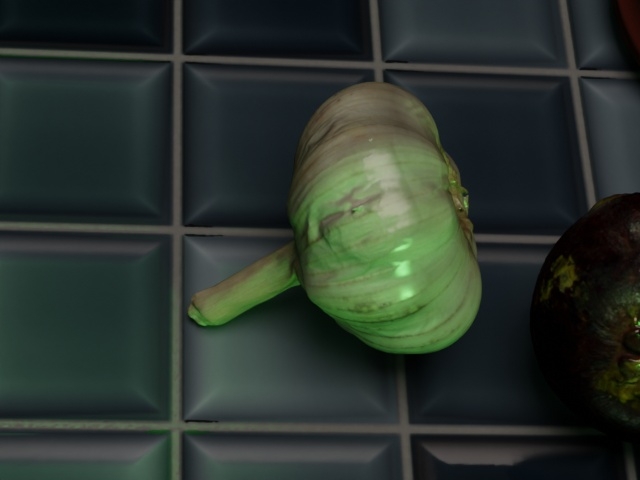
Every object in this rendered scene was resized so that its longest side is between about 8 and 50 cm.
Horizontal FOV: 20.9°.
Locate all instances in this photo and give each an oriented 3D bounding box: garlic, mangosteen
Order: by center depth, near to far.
[{"bbox_3d":[0.249,0.043,1.263,0.192,0.192,0.217,14,26,1],"label":"mangosteen"},{"bbox_3d":[0.000,0.000,1.266,0.226,0.199,0.199,-20,59,14],"label":"garlic"}]

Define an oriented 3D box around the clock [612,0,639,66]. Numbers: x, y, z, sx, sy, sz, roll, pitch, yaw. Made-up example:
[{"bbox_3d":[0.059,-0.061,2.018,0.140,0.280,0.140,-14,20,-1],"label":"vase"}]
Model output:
[{"bbox_3d":[0.405,-0.206,1.481,0.318,0.080,0.318,2,63,-5],"label":"clock"}]
